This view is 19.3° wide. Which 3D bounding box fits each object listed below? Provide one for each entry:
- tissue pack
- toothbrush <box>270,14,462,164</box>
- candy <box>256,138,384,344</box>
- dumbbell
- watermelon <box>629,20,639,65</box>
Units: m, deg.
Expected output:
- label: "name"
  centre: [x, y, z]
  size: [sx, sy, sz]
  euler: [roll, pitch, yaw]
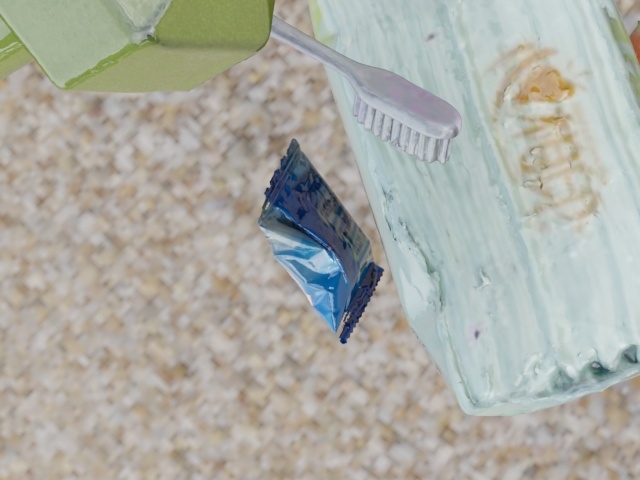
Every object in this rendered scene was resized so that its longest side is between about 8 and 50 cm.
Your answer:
- label: "tissue pack"
  centre: [0.118, -0.045, 1.125]
  size: [0.162, 0.388, 0.287]
  euler: [-20, 84, 7]
- label: "toothbrush"
  centre: [-0.080, -0.130, 0.927]
  size: [0.354, 0.024, 0.029]
  euler: [31, 137, 20]
- label: "candy"
  centre: [0.000, 0.001, 1.405]
  size: [0.038, 0.088, 0.136]
  euler: [-11, 124, 39]
- label: "dumbbell"
  centre: [-0.150, -0.075, 0.727]
  size: [0.302, 0.121, 0.108]
  euler: [-23, 139, 38]
- label: "watermelon"
  centre: [0.248, -0.111, 1.473]
  size: [0.125, 0.094, 0.135]
  euler: [-29, 59, 49]
